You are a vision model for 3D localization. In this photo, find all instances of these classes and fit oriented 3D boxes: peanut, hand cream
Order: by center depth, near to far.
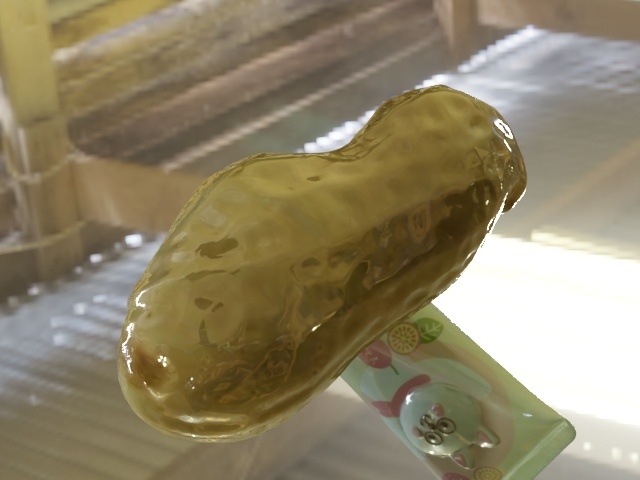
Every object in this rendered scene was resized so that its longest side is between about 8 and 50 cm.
[{"bbox_3d":[0.000,0.000,0.904,0.319,0.147,0.147,-37,-144,-27],"label":"peanut"},{"bbox_3d":[0.064,0.092,1.212,0.306,0.147,0.093,43,-141,9],"label":"hand cream"}]
